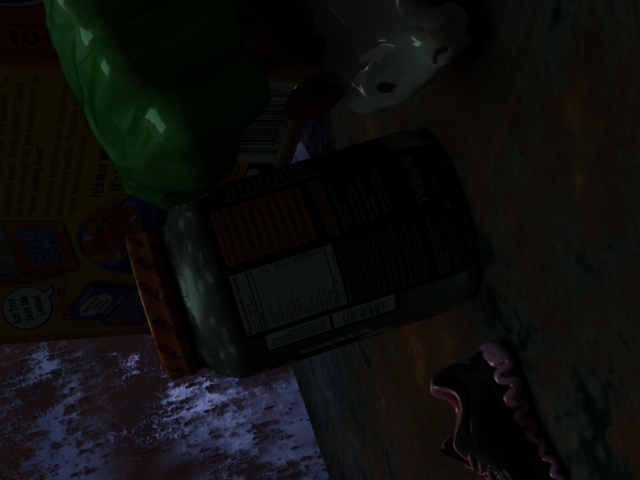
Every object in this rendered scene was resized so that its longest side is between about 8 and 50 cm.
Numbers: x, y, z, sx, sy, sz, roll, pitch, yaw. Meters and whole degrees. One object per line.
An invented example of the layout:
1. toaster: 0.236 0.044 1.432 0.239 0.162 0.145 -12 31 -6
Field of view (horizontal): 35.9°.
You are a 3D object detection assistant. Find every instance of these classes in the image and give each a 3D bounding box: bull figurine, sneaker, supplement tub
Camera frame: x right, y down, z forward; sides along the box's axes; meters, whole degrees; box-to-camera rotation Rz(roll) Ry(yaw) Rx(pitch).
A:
1. bull figurine: -0.018 -0.202 0.507 0.188 0.101 0.310 85 164 -45
2. sneaker: 0.097 0.118 0.552 0.047 0.057 0.119 94 157 -65
3. supplement tub: -0.013 0.012 0.599 0.117 0.190 0.117 163 90 -83

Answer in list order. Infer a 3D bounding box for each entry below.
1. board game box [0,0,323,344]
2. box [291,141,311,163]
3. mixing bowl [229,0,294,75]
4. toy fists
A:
1. board game box: -0.258 -0.145 0.993 0.357 0.356 0.356 113 145 -41
2. box: 0.000 0.000 1.079 0.186 0.038 0.145 -118 13 -52
3. mixing bowl: -0.047 -0.202 0.715 0.181 0.098 0.181 163 90 -82
4. toy fists: -0.100 -0.155 0.478 0.142 0.096 0.279 93 157 -75
